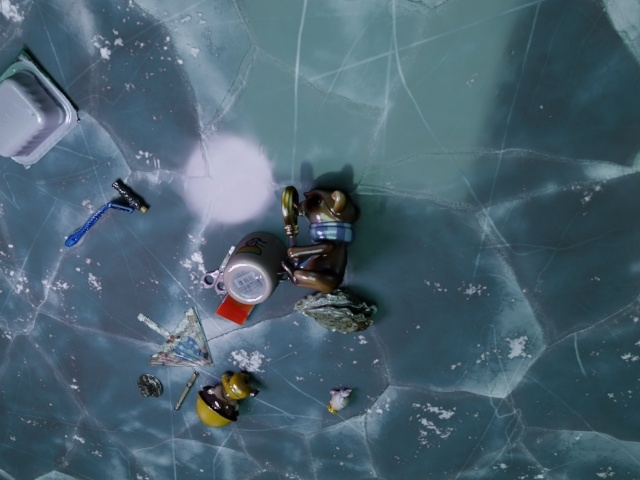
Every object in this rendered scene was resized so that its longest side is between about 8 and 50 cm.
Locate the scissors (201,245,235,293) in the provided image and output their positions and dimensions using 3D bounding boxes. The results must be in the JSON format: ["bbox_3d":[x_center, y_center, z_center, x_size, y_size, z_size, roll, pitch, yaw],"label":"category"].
[{"bbox_3d":[-0.353,0.103,1.707,0.110,0.021,0.212,27,116,-7],"label":"scissors"}]

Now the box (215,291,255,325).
[{"bbox_3d":[-0.296,0.218,1.728,0.112,0.048,0.175,29,117,-13],"label":"box"}]

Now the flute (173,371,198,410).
[{"bbox_3d":[-0.563,0.630,1.978,0.027,0.027,0.233,29,116,-5],"label":"flute"}]

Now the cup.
[{"bbox_3d":[-0.187,0.098,1.578,0.253,0.200,0.191,2,114,8],"label":"cup"}]

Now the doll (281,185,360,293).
[{"bbox_3d":[-0.004,0.000,1.475,0.209,0.318,0.339,10,90,31],"label":"doll"}]

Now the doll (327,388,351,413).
[{"bbox_3d":[0.073,0.613,1.849,0.084,0.073,0.127,46,120,22],"label":"doll"}]

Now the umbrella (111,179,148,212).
[{"bbox_3d":[-0.656,-0.149,1.629,0.144,0.037,0.040,44,100,-8],"label":"umbrella"}]

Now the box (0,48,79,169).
[{"bbox_3d":[-0.985,-0.403,1.529,0.337,0.106,0.264,-32,106,20],"label":"box"}]

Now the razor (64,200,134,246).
[{"bbox_3d":[-0.809,-0.065,1.690,0.324,0.093,0.056,-28,67,24],"label":"razor"}]

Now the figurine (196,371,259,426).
[{"bbox_3d":[-0.382,0.629,1.874,0.192,0.167,0.257,43,112,4],"label":"figurine"}]

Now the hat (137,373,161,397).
[{"bbox_3d":[-0.726,0.622,1.987,0.121,0.050,0.121,4,113,10],"label":"hat"}]

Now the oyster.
[{"bbox_3d":[0.056,0.243,1.668,0.268,0.112,0.198,22,137,-10],"label":"oyster"}]

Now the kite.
[{"bbox_3d":[-0.575,0.406,1.884,0.368,0.014,0.406,37,114,-9],"label":"kite"}]
